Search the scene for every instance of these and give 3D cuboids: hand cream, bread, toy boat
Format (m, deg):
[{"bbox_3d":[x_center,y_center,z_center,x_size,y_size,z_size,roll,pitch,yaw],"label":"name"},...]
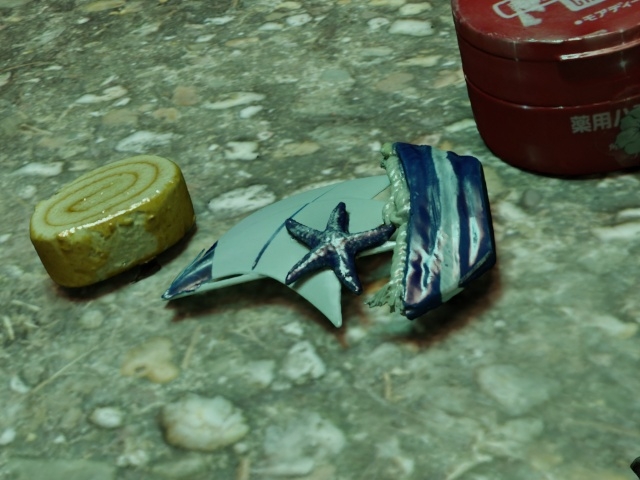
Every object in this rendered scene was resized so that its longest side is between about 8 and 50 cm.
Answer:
[{"bbox_3d":[0.236,-0.175,0.902,0.230,0.149,0.230,-10,40,9],"label":"hand cream"},{"bbox_3d":[-0.191,-0.018,0.926,0.149,0.073,0.122,-25,33,-15],"label":"bread"},{"bbox_3d":[0.014,0.012,0.819,0.292,0.070,0.210,-26,34,-7],"label":"toy boat"}]

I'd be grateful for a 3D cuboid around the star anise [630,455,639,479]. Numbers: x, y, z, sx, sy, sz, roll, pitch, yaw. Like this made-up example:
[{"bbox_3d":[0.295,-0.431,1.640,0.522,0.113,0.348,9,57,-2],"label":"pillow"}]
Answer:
[{"bbox_3d":[0.332,0.132,0.513,0.332,0.117,0.331,-18,35,13],"label":"star anise"}]
